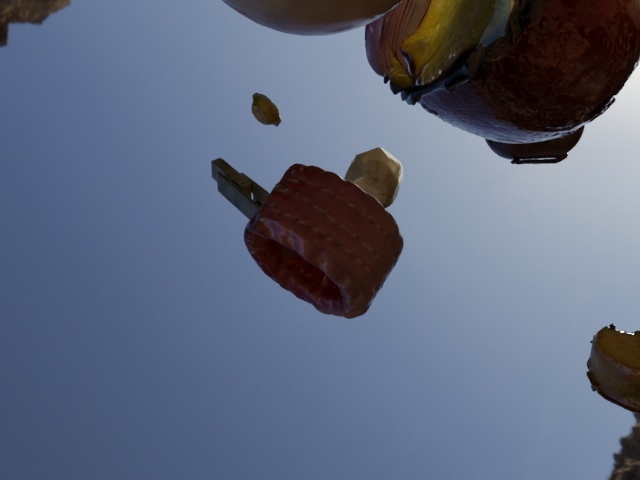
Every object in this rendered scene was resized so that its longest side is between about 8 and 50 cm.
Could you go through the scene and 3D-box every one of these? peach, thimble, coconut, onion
[{"bbox_3d":[0.276,-0.315,0.909,0.352,0.340,0.416,21,-168,22],"label":"peach"},{"bbox_3d":[0.004,0.005,0.832,0.189,0.163,0.125,37,-116,-1],"label":"thimble"},{"bbox_3d":[0.145,-0.169,1.726,0.161,0.161,0.162,34,-140,-10],"label":"coconut"},{"bbox_3d":[0.190,-0.533,1.509,0.227,0.284,0.120,-29,-129,-34],"label":"onion"}]

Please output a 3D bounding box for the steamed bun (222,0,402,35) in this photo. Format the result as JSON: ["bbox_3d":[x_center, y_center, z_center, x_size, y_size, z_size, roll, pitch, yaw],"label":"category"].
[{"bbox_3d":[-0.040,-0.438,0.870,0.374,0.241,0.375,12,-117,-26],"label":"steamed bun"}]

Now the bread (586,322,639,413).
[{"bbox_3d":[0.733,0.302,1.434,0.260,0.161,0.147,10,-142,25],"label":"bread"}]

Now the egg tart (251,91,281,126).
[{"bbox_3d":[-0.147,-0.336,1.676,0.039,0.105,0.105,-42,-92,-23],"label":"egg tart"}]

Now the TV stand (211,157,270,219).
[{"bbox_3d":[-0.123,-0.076,1.038,0.042,0.036,0.249,-17,-146,-27],"label":"TV stand"}]

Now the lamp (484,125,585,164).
[{"bbox_3d":[0.460,-0.253,1.396,0.257,0.180,0.180,-7,-114,-22],"label":"lamp"}]
